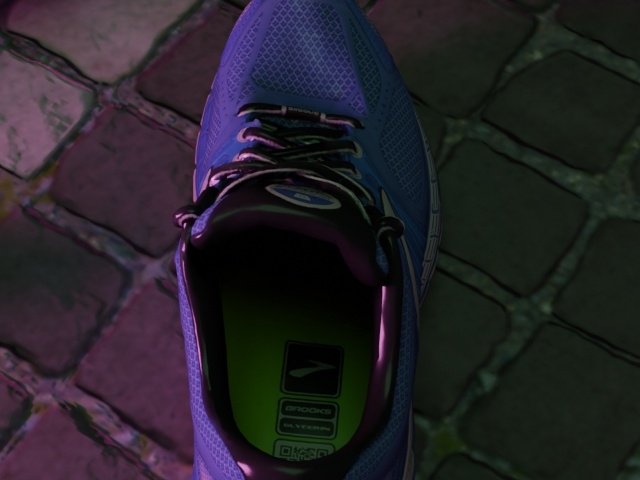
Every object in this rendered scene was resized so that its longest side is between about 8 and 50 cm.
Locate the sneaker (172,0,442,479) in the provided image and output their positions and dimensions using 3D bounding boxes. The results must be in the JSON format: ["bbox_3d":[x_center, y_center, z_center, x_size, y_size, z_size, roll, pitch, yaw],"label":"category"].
[{"bbox_3d":[0.000,0.000,0.777,0.130,0.147,0.330,0,56,-2],"label":"sneaker"}]
